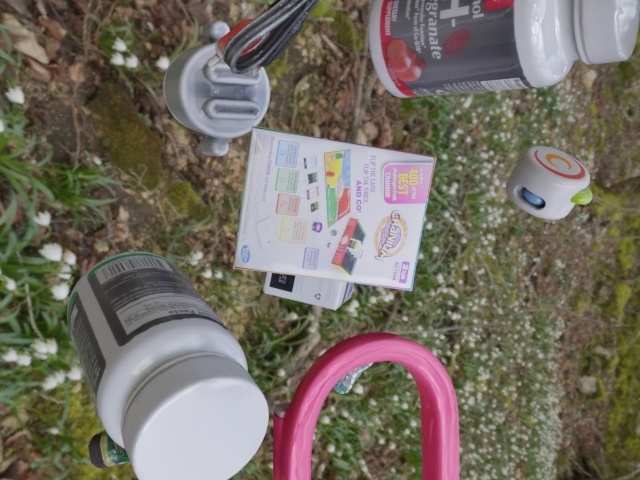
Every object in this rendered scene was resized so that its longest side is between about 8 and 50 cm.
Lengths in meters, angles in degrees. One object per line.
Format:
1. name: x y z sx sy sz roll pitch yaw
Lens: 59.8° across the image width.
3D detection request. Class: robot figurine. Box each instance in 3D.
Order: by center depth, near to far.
1. robot figurine: -0.242 -0.339 1.264 0.353 0.200 0.299 32 -63 60

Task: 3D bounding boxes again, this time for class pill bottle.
1. pill bottle: 0.238 -0.291 0.746 0.176 0.319 0.176 -10 102 -50
2. pill bottle: -0.230 0.171 0.801 0.361 0.204 0.204 36 -81 51

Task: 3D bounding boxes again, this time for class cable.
1. cable: -0.041 -0.307 0.695 0.287 0.072 0.139 -41 -179 34

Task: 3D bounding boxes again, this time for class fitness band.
1. fitness band: 0.053 0.243 0.599 0.054 0.209 0.290 -171 -101 -65

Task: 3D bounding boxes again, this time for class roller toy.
1. roller toy: 0.622 -0.157 1.541 0.209 0.191 0.146 -91 -165 -49

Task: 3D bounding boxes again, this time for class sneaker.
1. sneaker: 0.095 0.337 1.512 0.166 0.065 0.076 -49 171 8

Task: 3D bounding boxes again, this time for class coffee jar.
1. coffee jar: -0.402 0.437 1.212 0.096 0.184 0.079 66 9 -80

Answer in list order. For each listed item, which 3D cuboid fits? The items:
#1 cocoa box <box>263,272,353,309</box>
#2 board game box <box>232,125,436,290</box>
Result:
1. cocoa box: 0.000 0.000 1.650 0.228 0.232 0.347 -11 114 -75
2. board game box: 0.021 -0.052 0.964 0.064 0.317 0.242 -131 -130 -79
